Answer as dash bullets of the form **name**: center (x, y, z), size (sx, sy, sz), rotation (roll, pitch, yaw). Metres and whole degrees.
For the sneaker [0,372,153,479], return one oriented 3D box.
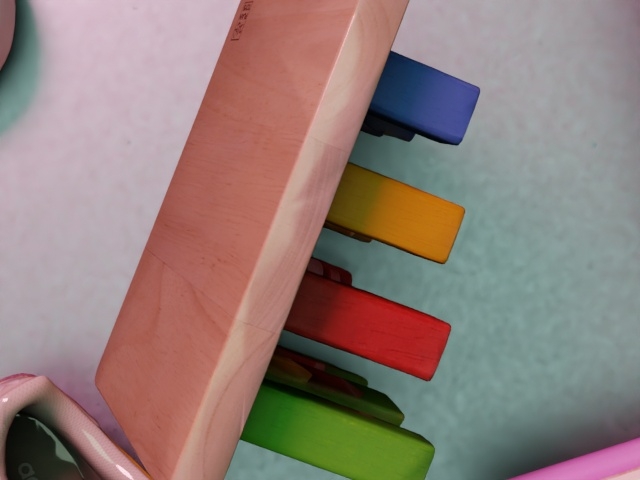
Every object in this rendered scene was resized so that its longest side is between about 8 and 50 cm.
- **sneaker**: center (-0.068, 0.131, 0.551), size (0.069, 0.084, 0.185), rotation (-35, 87, -29)

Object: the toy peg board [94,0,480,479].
- **toy peg board**: center (0.000, 0.000, 0.531), size (0.079, 0.161, 0.160), rotation (21, 91, -17)

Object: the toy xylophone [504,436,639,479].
- **toy xylophone**: center (0.127, 0.226, 0.561), size (0.236, 0.081, 0.322), rotation (-27, 90, 2)

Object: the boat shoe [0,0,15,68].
- **boat shoe**: center (-0.260, -0.071, 0.553), size (0.301, 0.102, 0.108), rotation (-2, 91, 2)
